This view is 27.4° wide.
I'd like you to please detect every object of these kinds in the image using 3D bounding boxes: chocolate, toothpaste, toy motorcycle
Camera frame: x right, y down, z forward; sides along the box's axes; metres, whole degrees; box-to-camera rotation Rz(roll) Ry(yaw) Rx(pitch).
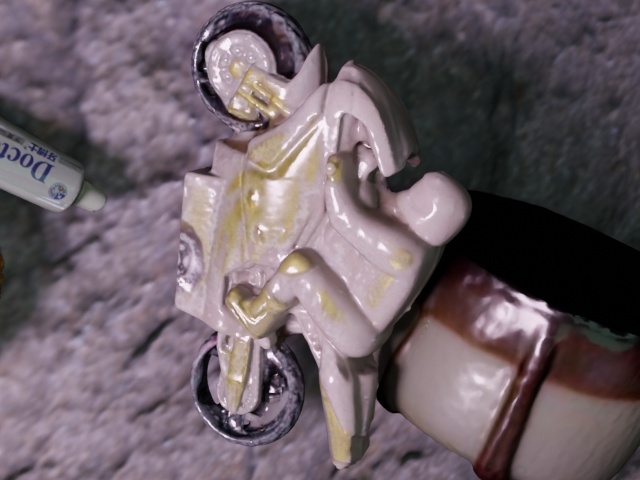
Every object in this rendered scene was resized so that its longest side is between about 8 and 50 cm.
[{"bbox_3d":[0.165,0.092,1.080,0.284,0.283,0.186,7,114,-33],"label":"chocolate"},{"bbox_3d":[-0.242,-0.070,0.899,0.218,0.041,0.064,28,76,-31],"label":"toothpaste"},{"bbox_3d":[0.000,0.000,0.971,0.108,0.223,0.340,-25,121,-67],"label":"toy motorcycle"}]

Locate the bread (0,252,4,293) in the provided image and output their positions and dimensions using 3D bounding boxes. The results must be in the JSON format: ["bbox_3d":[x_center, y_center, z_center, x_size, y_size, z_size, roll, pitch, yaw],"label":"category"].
[{"bbox_3d":[-0.304,0.035,0.875,0.193,0.064,0.193,-11,112,-28],"label":"bread"}]
